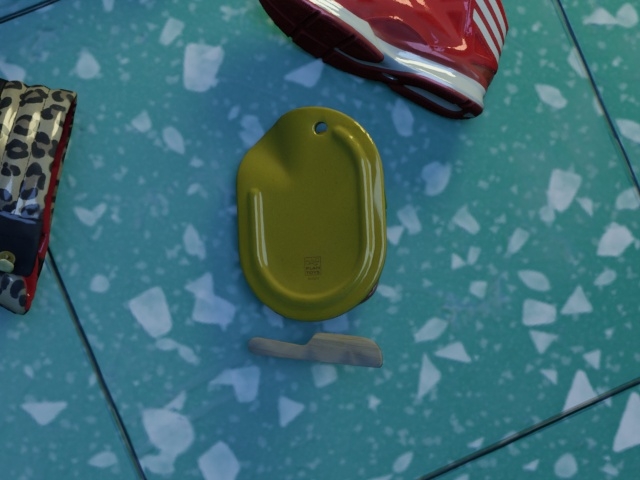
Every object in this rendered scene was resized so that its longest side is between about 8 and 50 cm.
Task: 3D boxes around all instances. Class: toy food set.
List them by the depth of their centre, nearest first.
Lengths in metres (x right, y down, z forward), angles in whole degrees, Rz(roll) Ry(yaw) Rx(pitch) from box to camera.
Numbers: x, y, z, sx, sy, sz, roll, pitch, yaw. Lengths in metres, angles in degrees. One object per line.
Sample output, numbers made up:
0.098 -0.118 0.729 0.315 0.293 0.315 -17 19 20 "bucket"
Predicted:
0.000 0.000 1.243 0.128 0.071 0.218 -3 84 16 "toy food set"

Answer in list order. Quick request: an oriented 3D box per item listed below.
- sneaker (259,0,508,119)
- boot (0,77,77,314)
0.061 -0.205 1.264 0.221 0.087 0.128 29 74 -17 "sneaker"
-0.365 0.009 1.155 0.284 0.138 0.378 14 79 -7 "boot"
